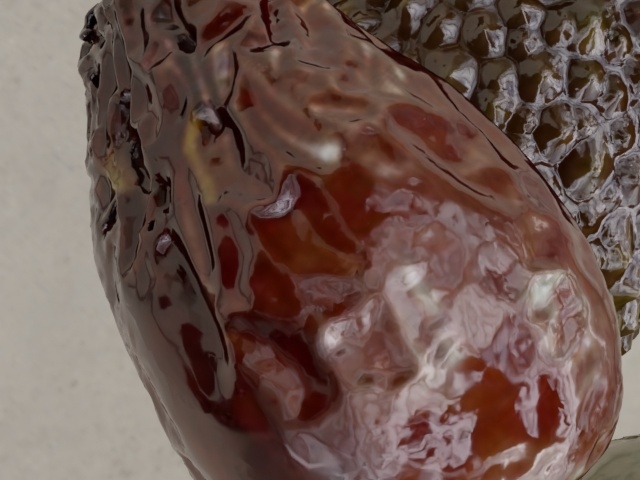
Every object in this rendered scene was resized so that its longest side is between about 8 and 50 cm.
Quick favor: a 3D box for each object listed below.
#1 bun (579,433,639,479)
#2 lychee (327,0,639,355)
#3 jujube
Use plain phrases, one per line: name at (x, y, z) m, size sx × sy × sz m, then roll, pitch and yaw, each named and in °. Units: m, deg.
bun at (0.135, 0.266, 0.897) m, size 0.326 × 0.234 × 0.362 m, roll -51°, pitch -177°, yaw -21°
lychee at (0.065, -0.065, 0.849) m, size 0.267 × 0.267 × 0.267 m, roll -23°, pitch 131°, yaw -30°
jujube at (0.000, 0.000, 0.625) m, size 0.168 × 0.236 × 0.168 m, roll -28°, pitch 164°, yaw -9°
